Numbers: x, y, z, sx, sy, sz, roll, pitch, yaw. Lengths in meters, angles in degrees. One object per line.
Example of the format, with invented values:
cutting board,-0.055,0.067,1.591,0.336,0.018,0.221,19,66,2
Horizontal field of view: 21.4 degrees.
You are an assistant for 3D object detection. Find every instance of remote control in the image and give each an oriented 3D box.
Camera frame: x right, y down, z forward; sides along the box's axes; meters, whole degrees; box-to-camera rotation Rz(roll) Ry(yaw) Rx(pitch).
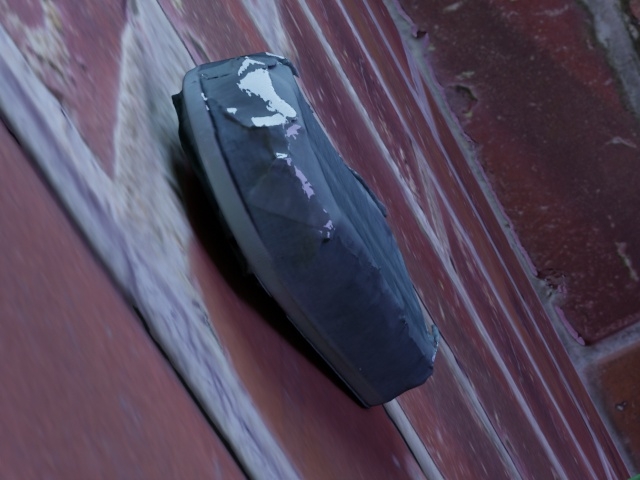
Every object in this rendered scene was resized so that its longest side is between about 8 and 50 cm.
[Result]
remote control,0.000,0.000,0.751,0.247,0.052,0.104,52,17,-62

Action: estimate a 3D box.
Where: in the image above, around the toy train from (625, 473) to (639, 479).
toy train,0.088,0.142,0.439,0.243,0.188,0.132,50,18,-60
